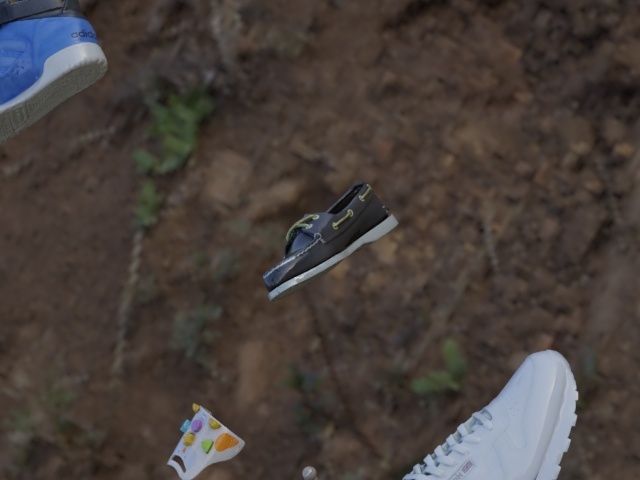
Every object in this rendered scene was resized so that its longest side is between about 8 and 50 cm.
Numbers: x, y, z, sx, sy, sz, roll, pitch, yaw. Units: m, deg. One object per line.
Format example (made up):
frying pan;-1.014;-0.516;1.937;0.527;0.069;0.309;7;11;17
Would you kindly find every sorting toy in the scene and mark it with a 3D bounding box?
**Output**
sorting toy;-0.138;0.228;1.914;0.075;0.045;0.083;-53;37;-5

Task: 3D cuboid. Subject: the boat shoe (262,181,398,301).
boat shoe;0.000;0.000;1.941;0.081;0.069;0.228;-31;1;40

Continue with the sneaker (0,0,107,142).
sneaker;-0.237;-0.132;1.297;0.152;0.084;0.058;-29;-19;18

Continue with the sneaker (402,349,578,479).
sneaker;0.116;0.184;1.314;0.235;0.095;0.090;-64;4;-1

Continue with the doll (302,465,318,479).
doll;0.001;0.301;1.817;0.189;0.046;0.129;77;175;-73
